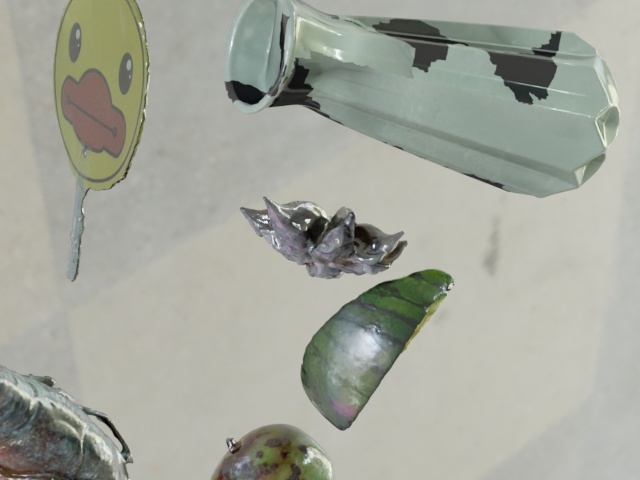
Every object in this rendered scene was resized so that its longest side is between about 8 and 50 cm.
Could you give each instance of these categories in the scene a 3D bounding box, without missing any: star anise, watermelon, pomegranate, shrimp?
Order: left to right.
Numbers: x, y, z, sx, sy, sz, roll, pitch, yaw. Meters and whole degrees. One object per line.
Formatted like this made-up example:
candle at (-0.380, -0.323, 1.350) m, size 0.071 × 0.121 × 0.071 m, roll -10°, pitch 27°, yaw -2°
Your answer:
shrimp at (-0.304, 0.210, 1.976) m, size 0.137 × 0.172 × 0.372 m, roll -16°, pitch 144°, yaw 19°
pomegranate at (-0.047, 0.285, 1.951) m, size 0.148 × 0.148 × 0.169 m, roll -29°, pitch 111°, yaw -29°
star anise at (0.000, 0.000, 1.841) m, size 0.180 × 0.204 × 0.061 m, roll 23°, pitch 76°, yaw -20°
watermelon at (0.033, 0.094, 1.589) m, size 0.181 × 0.075 × 0.092 m, roll -55°, pitch 177°, yaw 28°

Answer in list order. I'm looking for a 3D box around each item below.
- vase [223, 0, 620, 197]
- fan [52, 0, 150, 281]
vase at (0.096, -0.138, 1.612) m, size 0.360 × 0.165 × 0.165 m, roll 10°, pitch 118°, yaw -30°
fan at (-0.227, -0.117, 1.783) m, size 0.011 × 0.229 × 0.335 m, roll -1°, pitch 109°, yaw -31°
